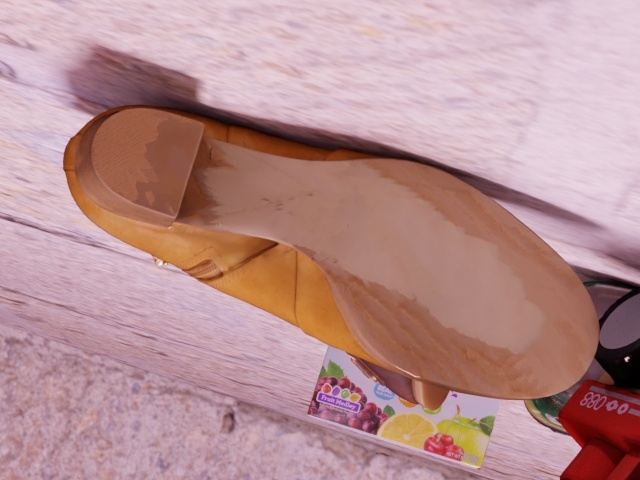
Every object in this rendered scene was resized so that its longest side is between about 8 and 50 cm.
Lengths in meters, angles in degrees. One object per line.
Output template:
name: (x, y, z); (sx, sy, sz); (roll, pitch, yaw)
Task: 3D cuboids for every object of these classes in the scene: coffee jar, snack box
coffee jar: (0.177, 0.079, 1.227); (0.096, 0.079, 0.184); (15, 170, 3)
snack box: (0.072, 0.110, 1.545); (0.141, 0.100, 0.037); (16, 172, 7)

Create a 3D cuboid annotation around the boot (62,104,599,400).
boot: (-0.001, 0.001, 1.097); (0.295, 0.104, 0.211); (24, 176, -5)

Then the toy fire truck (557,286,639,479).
toy fire truck: (0.158, 0.143, 0.994); (0.158, 0.246, 0.217); (47, 166, -22)

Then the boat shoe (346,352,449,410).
boat shoe: (0.053, 0.067, 1.434); (0.073, 0.073, 0.207); (17, 164, 19)
